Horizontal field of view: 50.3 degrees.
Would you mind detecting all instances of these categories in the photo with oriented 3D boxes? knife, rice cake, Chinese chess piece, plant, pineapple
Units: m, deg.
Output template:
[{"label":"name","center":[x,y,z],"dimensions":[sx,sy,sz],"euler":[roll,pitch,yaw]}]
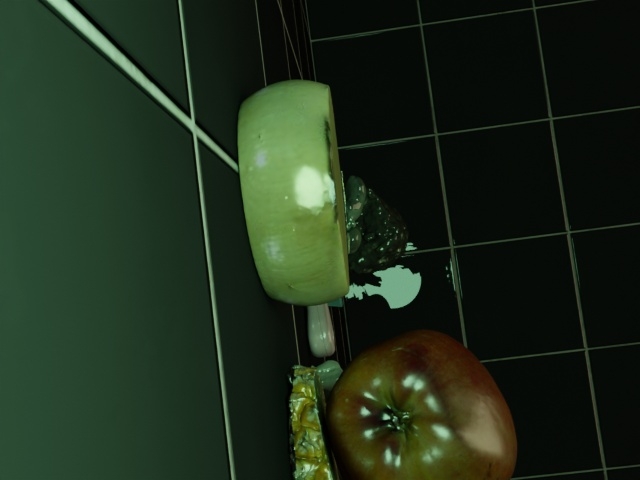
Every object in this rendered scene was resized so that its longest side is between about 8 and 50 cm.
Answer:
[{"label":"knife","center":[-0.012,0.054,1.222],"dimensions":[0.081,0.043,0.336],"euler":[77,5,-56]},{"label":"rice cake","center":[0.023,0.276,1.205],"dimensions":[0.256,0.057,0.052],"euler":[77,-11,-59]},{"label":"Chinese chess piece","center":[-0.024,-0.051,0.762],"dimensions":[0.251,0.097,0.251],"euler":[-7,90,-86]},{"label":"plant","center":[0.047,-0.030,1.168],"dimensions":[0.146,0.149,0.274],"euler":[48,12,34]},{"label":"pineapple","center":[-0.005,0.252,0.843],"dimensions":[0.221,0.047,0.221],"euler":[-8,90,-87]}]

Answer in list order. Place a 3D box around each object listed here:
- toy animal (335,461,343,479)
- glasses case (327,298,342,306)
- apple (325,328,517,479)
[{"label":"toy animal","center":[0.109,0.387,1.143],"dimensions":[0.229,0.210,0.221],"euler":[39,-40,42]},{"label":"glasses case","center":[0.000,0.000,1.404],"dimensions":[0.105,0.056,0.266],"euler":[-96,178,-68]},{"label":"apple","center":[0.113,0.219,0.782],"dimensions":[0.234,0.234,0.234],"euler":[-7,90,-87]}]
